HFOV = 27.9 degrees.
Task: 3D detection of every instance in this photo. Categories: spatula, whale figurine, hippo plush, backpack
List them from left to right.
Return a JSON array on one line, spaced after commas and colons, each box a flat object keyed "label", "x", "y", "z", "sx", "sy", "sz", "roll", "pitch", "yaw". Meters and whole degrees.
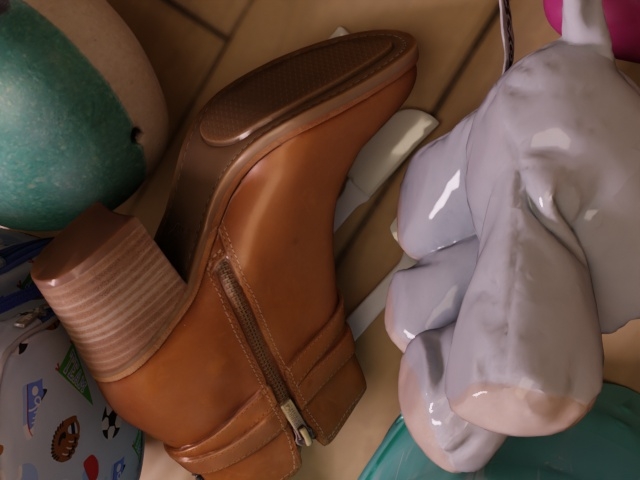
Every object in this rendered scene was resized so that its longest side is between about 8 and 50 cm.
[{"label": "whale figurine", "x": -0.230, "y": -0.101, "z": 0.841, "sx": 0.272, "sy": 0.141, "sz": 0.216, "roll": 25, "pitch": 151, "yaw": 27}, {"label": "backpack", "x": -0.233, "y": 0.108, "z": 0.854, "sx": 0.213, "sy": 0.263, "sz": 0.276, "roll": 11, "pitch": 112, "yaw": 10}, {"label": "spatula", "x": 0.000, "y": 0.000, "z": 0.877, "sx": 0.168, "sy": 0.019, "sz": 0.242, "roll": 42, "pitch": 113, "yaw": 3}, {"label": "hippo plush", "x": 0.181, "y": 0.000, "z": 0.731, "sx": 0.237, "sy": 0.234, "sz": 0.294, "roll": 11, "pitch": 88, "yaw": -12}]

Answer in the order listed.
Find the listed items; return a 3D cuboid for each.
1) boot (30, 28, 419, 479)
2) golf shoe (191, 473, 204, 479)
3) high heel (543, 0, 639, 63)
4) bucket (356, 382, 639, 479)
[{"label": "boot", "x": -0.014, "y": 0.021, "z": 0.813, "sx": 0.283, "sy": 0.109, "sz": 0.220, "roll": -43, "pitch": 121, "yaw": -15}, {"label": "golf shoe", "x": -0.051, "y": 0.205, "z": 0.932, "sx": 0.086, "sy": 0.067, "sz": 0.186, "roll": -3, "pitch": 103, "yaw": -10}, {"label": "high heel", "x": 0.290, "y": -0.153, "z": 0.648, "sx": 0.377, "sy": 0.181, "sz": 0.127, "roll": -11, "pitch": 101, "yaw": 21}, {"label": "bucket", "x": 0.129, "y": 0.232, "z": 0.804, "sx": 0.281, "sy": 0.183, "sz": 0.281, "roll": 5, "pitch": 106, "yaw": 18}]
